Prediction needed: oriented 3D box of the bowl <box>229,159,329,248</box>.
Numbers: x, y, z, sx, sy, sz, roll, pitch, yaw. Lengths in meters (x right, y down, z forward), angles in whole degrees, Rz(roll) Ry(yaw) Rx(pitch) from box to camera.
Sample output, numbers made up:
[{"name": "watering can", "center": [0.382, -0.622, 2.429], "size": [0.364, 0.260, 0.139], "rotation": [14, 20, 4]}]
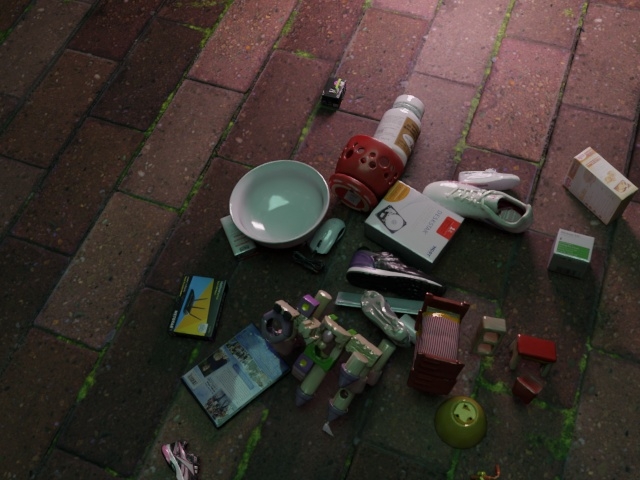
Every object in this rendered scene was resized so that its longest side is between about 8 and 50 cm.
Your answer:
[{"name": "bowl", "center": [-0.112, -0.085, 2.029], "size": [0.298, 0.134, 0.297], "rotation": [-4, 58, 7]}]

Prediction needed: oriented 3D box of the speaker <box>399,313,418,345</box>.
[{"name": "speaker", "center": [0.269, 0.262, 1.858], "size": [0.136, 0.055, 0.055], "rotation": [39, 71, 22]}]

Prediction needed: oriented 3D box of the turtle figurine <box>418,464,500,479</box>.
[{"name": "turtle figurine", "center": [0.333, 0.627, 1.619], "size": [0.217, 0.087, 0.269], "rotation": [3, 27, 18]}]

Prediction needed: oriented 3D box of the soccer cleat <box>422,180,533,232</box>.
[{"name": "soccer cleat", "center": [0.461, -0.116, 1.993], "size": [0.331, 0.143, 0.116], "rotation": [17, 77, 14]}]

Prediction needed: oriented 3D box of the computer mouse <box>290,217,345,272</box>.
[{"name": "computer mouse", "center": [0.003, 0.001, 2.013], "size": [0.106, 0.042, 0.193], "rotation": [27, 67, 19]}]

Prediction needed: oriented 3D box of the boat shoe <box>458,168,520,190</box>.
[{"name": "boat shoe", "center": [0.515, -0.190, 2.090], "size": [0.184, 0.066, 0.063], "rotation": [-6, 61, 12]}]

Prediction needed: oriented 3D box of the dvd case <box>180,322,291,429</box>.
[{"name": "dvd case", "center": [-0.230, 0.366, 1.859], "size": [0.253, 0.022, 0.180], "rotation": [-37, 65, -15]}]

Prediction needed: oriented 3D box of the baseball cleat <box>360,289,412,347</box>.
[{"name": "baseball cleat", "center": [0.175, 0.219, 1.828], "size": [0.072, 0.109, 0.206], "rotation": [-34, 37, -1]}]

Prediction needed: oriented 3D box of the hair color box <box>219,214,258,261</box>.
[{"name": "hair color box", "center": [-0.246, -0.013, 2.058], "size": [0.072, 0.043, 0.141], "rotation": [-21, 61, -7]}]

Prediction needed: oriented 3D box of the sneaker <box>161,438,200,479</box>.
[{"name": "sneaker", "center": [-0.333, 0.579, 1.724], "size": [0.077, 0.072, 0.178], "rotation": [-26, 67, -22]}]

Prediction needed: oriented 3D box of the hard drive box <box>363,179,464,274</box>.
[{"name": "hard drive box", "center": [0.272, -0.040, 2.001], "size": [0.232, 0.089, 0.181], "rotation": [32, 68, 16]}]

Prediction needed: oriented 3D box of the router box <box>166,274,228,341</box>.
[{"name": "router box", "center": [-0.349, 0.192, 1.950], "size": [0.133, 0.046, 0.178], "rotation": [7, 62, 8]}]

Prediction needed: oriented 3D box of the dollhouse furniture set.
[{"name": "dollhouse furniture set", "center": [0.417, 0.288, 1.719], "size": [0.374, 0.152, 0.201], "rotation": [12, 47, 1]}]

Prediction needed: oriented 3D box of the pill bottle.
[{"name": "pill bottle", "center": [0.244, -0.341, 2.151], "size": [0.131, 0.131, 0.229], "rotation": [19, 64, 14]}]

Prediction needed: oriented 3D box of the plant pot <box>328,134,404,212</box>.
[{"name": "plant pot", "center": [0.128, -0.195, 2.048], "size": [0.191, 0.191, 0.174], "rotation": [29, 72, 19]}]

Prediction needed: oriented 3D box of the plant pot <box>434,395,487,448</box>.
[{"name": "plant pot", "center": [0.359, 0.448, 1.724], "size": [0.134, 0.095, 0.134], "rotation": [-2, 60, 3]}]

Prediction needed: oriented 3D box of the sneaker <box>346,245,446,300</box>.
[{"name": "sneaker", "center": [0.223, 0.079, 1.939], "size": [0.283, 0.107, 0.124], "rotation": [13, 57, 11]}]

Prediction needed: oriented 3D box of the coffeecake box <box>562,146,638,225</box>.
[{"name": "coffeecake box", "center": [0.814, -0.158, 1.997], "size": [0.068, 0.142, 0.185], "rotation": [-33, 64, -14]}]

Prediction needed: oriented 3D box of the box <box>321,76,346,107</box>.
[{"name": "box", "center": [0.046, -0.500, 2.300], "size": [0.062, 0.052, 0.083], "rotation": [14, 64, 12]}]

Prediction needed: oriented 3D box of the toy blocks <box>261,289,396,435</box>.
[{"name": "toy blocks", "center": [-0.017, 0.315, 1.734], "size": [0.289, 0.309, 0.260], "rotation": [37, 105, 16]}]

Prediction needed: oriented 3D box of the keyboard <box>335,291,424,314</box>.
[{"name": "keyboard", "center": [0.172, 0.176, 1.917], "size": [0.256, 0.014, 0.072], "rotation": [6, 19, 8]}]

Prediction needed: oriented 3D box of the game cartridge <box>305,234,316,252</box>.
[{"name": "game cartridge", "center": [0.000, 0.000, 2.047], "size": [0.083, 0.017, 0.056], "rotation": [-25, 58, -9]}]

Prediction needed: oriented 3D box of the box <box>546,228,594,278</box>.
[{"name": "box", "center": [0.704, 0.038, 1.921], "size": [0.101, 0.102, 0.087], "rotation": [16, 62, 14]}]
